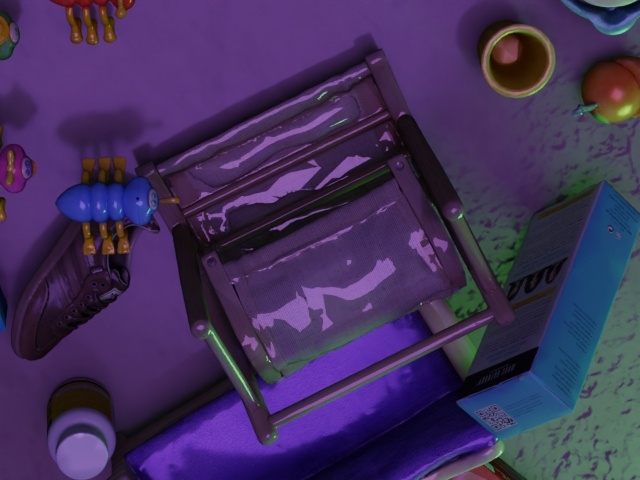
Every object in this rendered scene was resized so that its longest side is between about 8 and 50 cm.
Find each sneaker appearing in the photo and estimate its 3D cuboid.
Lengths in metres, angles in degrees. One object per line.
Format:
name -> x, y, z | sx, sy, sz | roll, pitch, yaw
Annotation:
sneaker -> -0.217, 0.040, 1.803 | 0.071, 0.066, 0.188 | 34, 102, 23

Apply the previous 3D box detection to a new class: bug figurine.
bug figurine -> -0.239, -0.123, 1.709 | 0.216, 0.072, 0.279 | -6, 86, 2

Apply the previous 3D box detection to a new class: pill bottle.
pill bottle -> -0.224, 0.178, 1.833 | 0.065, 0.116, 0.065 | -2, 108, -7

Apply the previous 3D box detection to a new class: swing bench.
swing bench -> 0.000, 0.000, 1.752 | 0.253, 0.254, 0.165 | -26, 131, 2

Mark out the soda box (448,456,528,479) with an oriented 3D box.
soda box -> 0.206, 0.302, 1.953 | 0.263, 0.083, 0.092 | 39, 99, -17

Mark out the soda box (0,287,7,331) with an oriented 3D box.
soda box -> -0.350, -0.011, 1.778 | 0.067, 0.071, 0.210 | -19, 109, -1

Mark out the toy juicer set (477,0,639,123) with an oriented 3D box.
toy juicer set -> 0.298, -0.252, 1.780 | 0.209, 0.089, 0.329 | 24, 103, -14

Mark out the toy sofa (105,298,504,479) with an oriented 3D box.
toy sofa -> -0.014, 0.185, 1.835 | 0.362, 0.177, 0.150 | -31, 110, 4

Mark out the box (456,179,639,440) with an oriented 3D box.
box -> 0.212, 0.061, 1.788 | 0.060, 0.244, 0.100 | 41, 140, -18
